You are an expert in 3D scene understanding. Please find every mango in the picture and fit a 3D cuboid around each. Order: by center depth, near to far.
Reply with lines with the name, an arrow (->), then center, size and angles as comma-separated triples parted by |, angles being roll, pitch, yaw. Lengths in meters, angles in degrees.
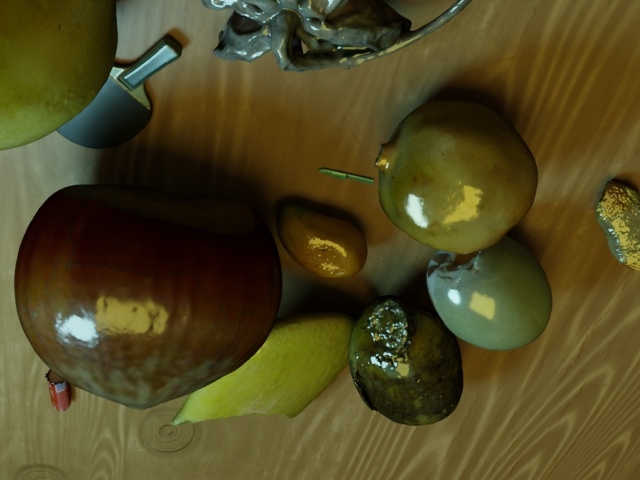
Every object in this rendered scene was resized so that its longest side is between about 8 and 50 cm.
mango -> -0.001, 0.005, 1.477 | 0.165, 0.089, 0.115 | 18, 133, -7

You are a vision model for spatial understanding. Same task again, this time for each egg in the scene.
egg -> 0.284, 0.091, 1.459 | 0.183, 0.183, 0.217 | -27, 115, 30

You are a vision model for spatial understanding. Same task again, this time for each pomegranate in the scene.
pomegranate -> 0.192, -0.087, 1.271 | 0.233, 0.233, 0.233 | 3, 136, 3

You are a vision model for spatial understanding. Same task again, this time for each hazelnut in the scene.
hazelnut -> -0.267, 0.072, 1.399 | 0.410, 0.359, 0.359 | 15, 135, -17

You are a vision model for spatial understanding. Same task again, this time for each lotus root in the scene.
lotus root -> 0.154, 0.217, 1.585 | 0.196, 0.179, 0.397 | 4, 152, 17

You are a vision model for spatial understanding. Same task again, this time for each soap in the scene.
soap -> -0.094, 0.259, 1.673 | 0.306, 0.115, 0.427 | -1, 146, -29

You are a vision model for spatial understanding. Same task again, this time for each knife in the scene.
knife -> 0.040, -0.102, 1.421 | 0.091, 0.005, 0.014 | 13, 134, -6

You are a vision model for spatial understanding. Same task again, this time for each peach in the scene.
peach -> -0.412, -0.264, 1.105 | 0.314, 0.315, 0.281 | 13, 152, -17

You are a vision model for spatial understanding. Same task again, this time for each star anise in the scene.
star anise -> -0.017, -0.311, 1.116 | 0.316, 0.139, 0.359 | 31, 137, -31

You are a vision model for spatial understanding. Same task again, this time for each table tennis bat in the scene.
table tennis bat -> -0.308, -0.223, 1.331 | 0.274, 0.021, 0.154 | -27, 127, 32

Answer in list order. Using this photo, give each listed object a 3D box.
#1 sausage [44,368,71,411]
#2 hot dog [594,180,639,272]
sausage -> -0.555, 0.322, 1.899 | 0.048, 0.050, 0.145 | -6, 142, -13
hot dog -> 0.480, -0.025, 1.407 | 0.078, 0.061, 0.168 | -21, 104, 16
